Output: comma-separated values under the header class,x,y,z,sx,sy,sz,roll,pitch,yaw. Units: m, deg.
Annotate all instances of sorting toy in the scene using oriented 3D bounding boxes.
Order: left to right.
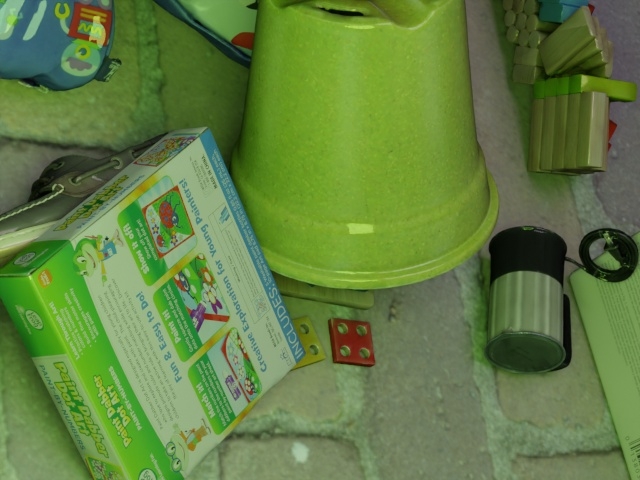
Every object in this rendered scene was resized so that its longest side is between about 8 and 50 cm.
class,x,y,z,sx,sy,sz,roll,pitch,yaw
sorting toy,0.000,0.000,1.664,0.132,0.046,0.275,11,61,-29

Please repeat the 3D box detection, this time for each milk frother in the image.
class,x,y,z,sx,sy,sz,roll,pitch,yaw
milk frother,0.250,0.059,1.739,0.129,0.143,0.135,27,51,-29

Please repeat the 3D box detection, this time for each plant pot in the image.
class,x,y,z,sx,sy,sz,roll,pitch,yaw
plant pot,0.037,-0.139,1.551,0.276,0.254,0.276,0,37,0

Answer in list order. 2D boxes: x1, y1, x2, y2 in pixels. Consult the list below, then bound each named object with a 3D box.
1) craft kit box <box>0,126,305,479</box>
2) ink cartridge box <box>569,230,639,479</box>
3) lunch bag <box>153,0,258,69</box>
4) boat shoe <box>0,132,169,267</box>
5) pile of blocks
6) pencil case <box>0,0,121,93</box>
class,x,y,z,sx,sy,sz,roll,pitch,yaw
craft kit box,-0.139,0.068,1.460,0.246,0.061,0.250,-45,122,-43
ink cartridge box,0.396,0.121,1.727,0.066,0.261,0.296,-1,67,-34
lunch bag,-0.032,-0.375,1.654,0.328,0.239,0.385,33,88,-37
boat shoe,-0.218,-0.030,1.502,0.285,0.103,0.092,-22,74,-43
pile of blocks,0.294,-0.233,1.921,0.112,0.149,0.362,4,63,-32
pencil case,-0.333,-0.208,1.503,0.306,0.133,0.119,6,19,-33
